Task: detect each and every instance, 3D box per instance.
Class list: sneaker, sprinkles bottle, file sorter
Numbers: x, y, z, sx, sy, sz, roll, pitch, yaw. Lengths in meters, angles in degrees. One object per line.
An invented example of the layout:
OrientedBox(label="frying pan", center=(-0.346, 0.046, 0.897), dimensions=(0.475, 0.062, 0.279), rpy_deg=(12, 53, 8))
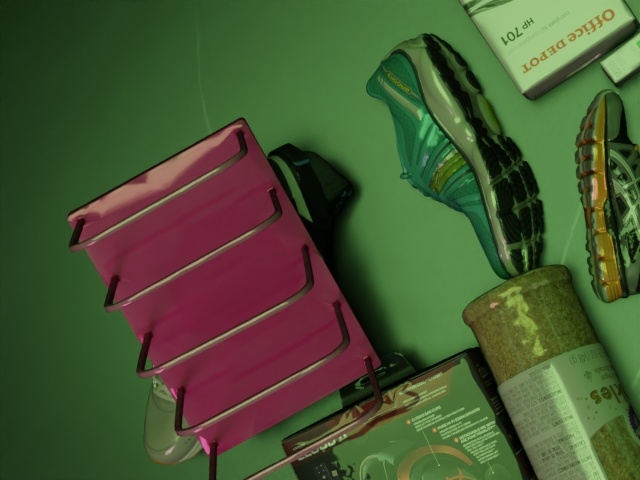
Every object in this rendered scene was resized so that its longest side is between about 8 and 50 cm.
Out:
OrientedBox(label="sneaker", center=(0.307, -0.047, 1.677), dimensions=(0.083, 0.084, 0.214), rpy_deg=(-6, 92, -1))
OrientedBox(label="sneaker", center=(0.141, -0.079, 1.714), dimensions=(0.110, 0.107, 0.275), rpy_deg=(-33, 78, 30))
OrientedBox(label="sprinkles bottle", center=(0.263, 0.204, 1.635), dimensions=(0.121, 0.121, 0.355), rpy_deg=(-27, 76, 11))
OrientedBox(label="file sorter", center=(-0.089, 0.066, 1.593), dimensions=(0.202, 0.182, 0.290), rpy_deg=(-29, 102, 2))
OrientedBox(label="sneaker", center=(-0.153, 0.104, 1.741), dimensions=(0.099, 0.121, 0.262), rpy_deg=(15, 90, 39))
OrientedBox(label="sneaker", center=(0.000, 0.000, 1.742), dimensions=(0.121, 0.079, 0.217), rpy_deg=(-36, 113, -29))

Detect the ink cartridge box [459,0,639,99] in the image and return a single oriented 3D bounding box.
OrientedBox(label="ink cartridge box", center=(0.215, -0.260, 1.692), dimensions=(0.140, 0.082, 0.190), rpy_deg=(-34, 81, 10))

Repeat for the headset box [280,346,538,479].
OrientedBox(label="headset box", center=(0.112, 0.259, 1.697), dimensions=(0.218, 0.110, 0.293), rpy_deg=(-28, 84, 11))

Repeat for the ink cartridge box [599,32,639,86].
OrientedBox(label="ink cartridge box", center=(0.336, -0.201, 1.673), dimensions=(0.115, 0.063, 0.029), rpy_deg=(-38, 84, 10))
